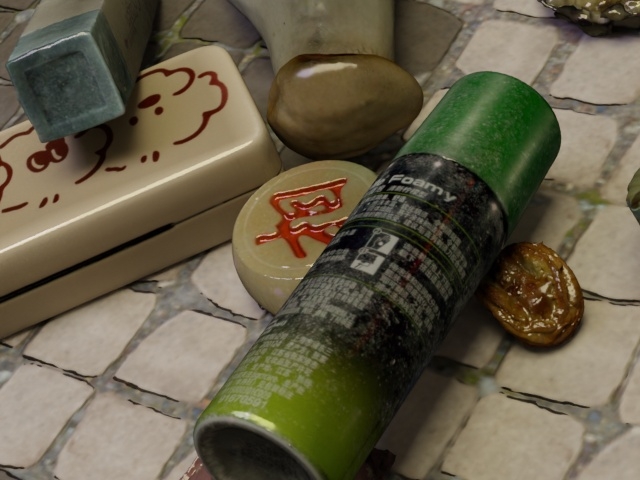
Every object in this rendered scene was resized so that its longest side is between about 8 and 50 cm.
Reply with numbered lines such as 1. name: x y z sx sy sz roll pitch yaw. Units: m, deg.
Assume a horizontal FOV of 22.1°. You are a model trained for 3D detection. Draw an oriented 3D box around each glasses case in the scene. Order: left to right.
1. glasses case: -0.196 -0.021 1.193 0.336 0.076 0.144 -24 44 -3

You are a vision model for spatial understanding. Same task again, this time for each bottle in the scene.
1. bottle: 0.046 0.023 1.004 0.093 0.093 0.330 12 47 30

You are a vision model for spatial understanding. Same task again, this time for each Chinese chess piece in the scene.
1. Chinese chess piece: 0.000 0.000 1.115 0.122 0.051 0.122 -10 45 10

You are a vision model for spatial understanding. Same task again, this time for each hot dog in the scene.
1. hot dog: 0.131 0.032 1.044 0.058 0.035 0.083 -36 45 -5

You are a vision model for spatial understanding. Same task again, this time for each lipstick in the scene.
1. lipstick: -0.175 -0.164 1.255 0.068 0.066 0.317 -20 22 7

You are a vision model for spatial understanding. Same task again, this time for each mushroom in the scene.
1. mushroom: -0.004 -0.174 1.262 0.159 0.122 0.328 -45 33 29

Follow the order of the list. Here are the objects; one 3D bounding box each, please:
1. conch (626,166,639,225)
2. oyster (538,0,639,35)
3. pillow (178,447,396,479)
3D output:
1. conch: 0.257 -0.025 1.006 0.135 0.102 0.153 -8 11 29
2. oyster: 0.215 -0.235 1.250 0.191 0.081 0.163 26 64 42
3. pillow: -0.046 0.168 0.974 0.118 0.043 0.185 27 64 31
